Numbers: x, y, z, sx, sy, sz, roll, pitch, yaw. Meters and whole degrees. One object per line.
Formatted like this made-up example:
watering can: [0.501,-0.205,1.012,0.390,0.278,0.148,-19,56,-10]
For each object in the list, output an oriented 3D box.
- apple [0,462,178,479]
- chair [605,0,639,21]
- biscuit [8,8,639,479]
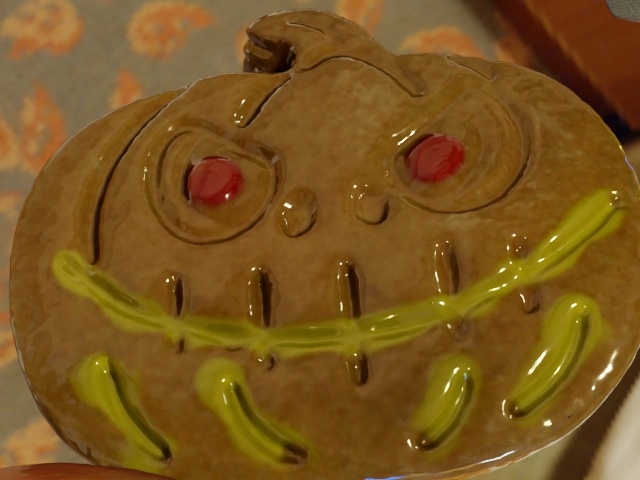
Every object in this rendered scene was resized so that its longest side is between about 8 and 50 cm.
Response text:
apple: [-0.122,0.249,0.778,0.319,0.277,0.319,0,90,-3]
chair: [0.174,-0.302,1.011,0.319,0.160,0.186,47,45,-31]
biscuit: [-0.001,-0.005,1.089,0.394,0.070,0.350,-12,60,3]
